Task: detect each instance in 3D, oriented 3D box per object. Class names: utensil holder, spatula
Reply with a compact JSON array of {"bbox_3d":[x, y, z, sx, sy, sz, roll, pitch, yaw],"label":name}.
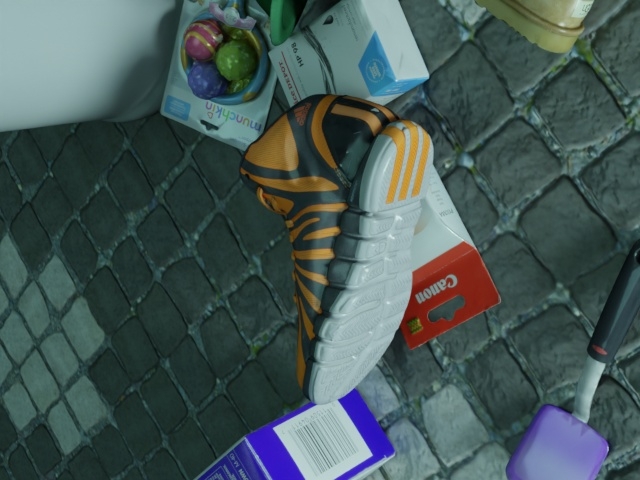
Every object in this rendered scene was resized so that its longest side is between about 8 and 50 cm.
[{"bbox_3d":[-0.384,-0.281,1.250,0.327,0.385,0.328,12,108,38],"label":"utensil holder"},{"bbox_3d":[0.258,0.128,1.026,0.084,0.030,0.296,33,121,30],"label":"spatula"}]

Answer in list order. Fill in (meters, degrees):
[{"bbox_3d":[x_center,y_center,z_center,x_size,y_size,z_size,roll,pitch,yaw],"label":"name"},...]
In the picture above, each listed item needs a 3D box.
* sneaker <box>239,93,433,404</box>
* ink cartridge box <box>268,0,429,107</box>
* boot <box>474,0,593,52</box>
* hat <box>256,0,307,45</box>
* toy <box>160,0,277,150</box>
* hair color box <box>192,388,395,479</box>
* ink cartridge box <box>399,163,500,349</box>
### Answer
[{"bbox_3d":[0.000,0.000,1.122,0.180,0.124,0.321,28,113,33],"label":"sneaker"},{"bbox_3d":[0.015,-0.177,1.141,0.180,0.060,0.104,-27,84,43],"label":"ink cartridge box"},{"bbox_3d":[0.194,-0.331,0.929,0.236,0.089,0.269,36,124,17],"label":"boot"},{"bbox_3d":[-0.094,-0.321,1.086,0.183,0.173,0.208,19,86,5],"label":"hat"},{"bbox_3d":[-0.112,-0.224,1.227,0.137,0.056,0.237,25,113,16],"label":"toy"},{"bbox_3d":[-0.086,0.314,1.280,0.339,0.185,0.110,-44,73,40],"label":"hair color box"},{"bbox_3d":[0.089,0.015,1.140,0.145,0.045,0.179,-35,75,42],"label":"ink cartridge box"}]
